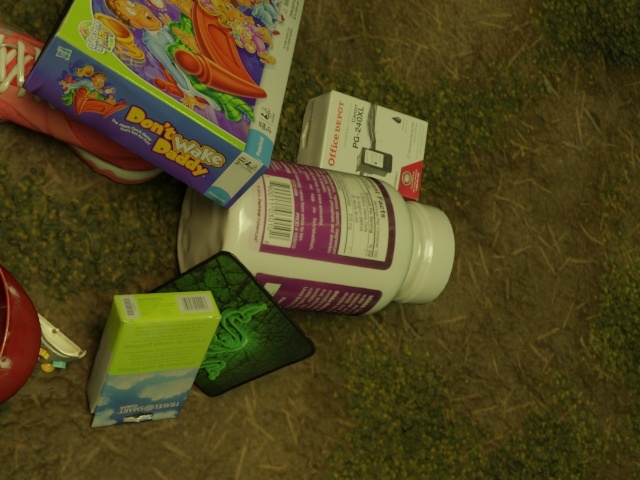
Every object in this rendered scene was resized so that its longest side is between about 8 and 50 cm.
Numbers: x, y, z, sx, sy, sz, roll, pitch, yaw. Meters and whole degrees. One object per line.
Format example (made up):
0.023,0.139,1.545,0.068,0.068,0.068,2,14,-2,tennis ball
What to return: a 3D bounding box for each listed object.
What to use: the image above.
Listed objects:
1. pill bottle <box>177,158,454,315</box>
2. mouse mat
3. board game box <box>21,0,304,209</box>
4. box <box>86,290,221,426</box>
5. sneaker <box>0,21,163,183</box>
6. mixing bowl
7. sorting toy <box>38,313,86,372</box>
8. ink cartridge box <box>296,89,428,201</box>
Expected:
0.000,0.000,1.170,0.301,0.169,0.169,9,80,-28,pill bottle
-0.112,0.096,1.092,0.152,0.189,0.007,49,41,-16,mouse mat
-0.146,-0.225,1.068,0.233,0.078,0.347,31,40,-21,board game box
-0.183,0.128,1.074,0.109,0.178,0.042,-1,46,-29,box
-0.278,-0.165,1.050,0.314,0.136,0.116,23,73,-25,sneaker
-0.343,0.099,0.983,0.098,0.181,0.181,33,65,-58,mixing bowl
-0.284,0.107,1.051,0.083,0.075,0.045,44,66,-18,sorting toy
0.053,-0.114,1.272,0.150,0.063,0.109,14,78,-28,ink cartridge box
